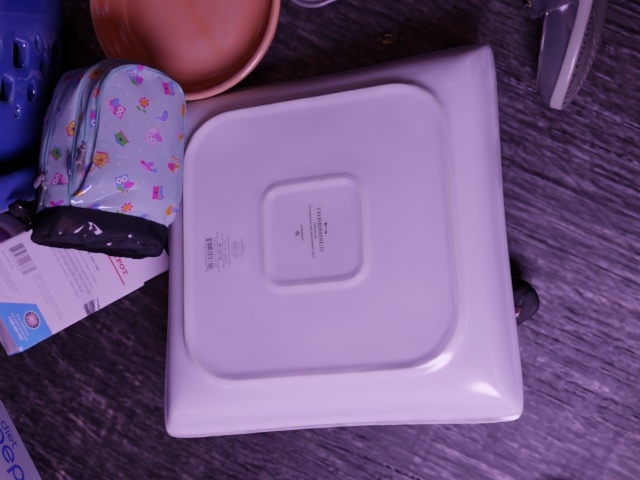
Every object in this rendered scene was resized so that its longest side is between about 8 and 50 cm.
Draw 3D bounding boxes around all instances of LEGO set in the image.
[{"bbox_3d":[0.087,-0.169,0.941,0.054,0.023,0.083,-9,83,7],"label":"LEGO set"}]

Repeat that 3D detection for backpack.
[{"bbox_3d":[-0.196,-0.079,0.901,0.115,0.152,0.181,-2,80,36],"label":"backpack"}]

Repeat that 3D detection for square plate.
[{"bbox_3d":[0.000,0.000,0.882,0.344,0.049,0.347,-7,77,18],"label":"square plate"}]

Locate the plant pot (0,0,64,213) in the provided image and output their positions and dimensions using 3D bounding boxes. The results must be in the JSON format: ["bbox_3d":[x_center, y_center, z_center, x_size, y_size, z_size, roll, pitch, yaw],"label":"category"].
[{"bbox_3d":[-0.383,-0.126,0.910,0.236,0.236,0.212,-4,103,9],"label":"plant pot"}]

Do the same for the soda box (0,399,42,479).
[{"bbox_3d":[-0.340,0.326,1.028,0.091,0.098,0.286,-25,93,11],"label":"soda box"}]

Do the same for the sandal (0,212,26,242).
[{"bbox_3d":[-0.502,0.054,1.012,0.417,0.102,0.169,-17,95,10],"label":"sandal"}]

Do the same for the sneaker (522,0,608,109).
[{"bbox_3d":[0.206,-0.240,0.893,0.118,0.083,0.221,14,107,25],"label":"sneaker"}]

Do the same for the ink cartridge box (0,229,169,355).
[{"bbox_3d":[-0.256,0.028,0.968,0.180,0.060,0.104,-30,93,-31],"label":"ink cartridge box"}]

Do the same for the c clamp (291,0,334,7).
[{"bbox_3d":[0.005,-0.304,0.931,0.161,0.022,0.137,-15,95,10],"label":"c clamp"}]

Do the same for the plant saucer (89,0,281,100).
[{"bbox_3d":[-0.131,-0.239,0.943,0.200,0.037,0.199,2,97,14],"label":"plant saucer"}]

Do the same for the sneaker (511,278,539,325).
[{"bbox_3d":[0.061,0.031,0.929,0.282,0.106,0.162,-12,93,10],"label":"sneaker"}]
